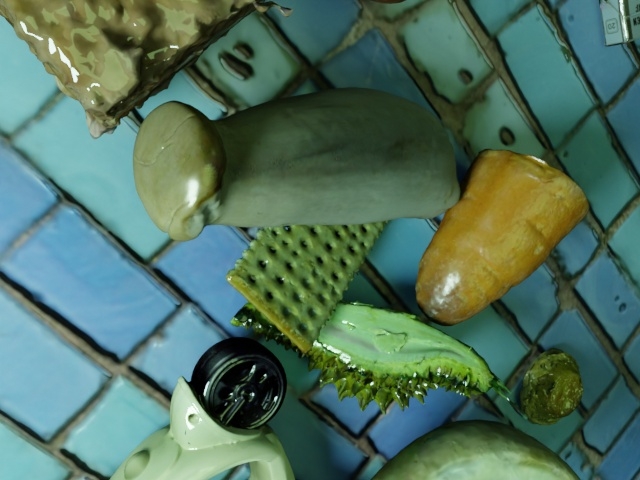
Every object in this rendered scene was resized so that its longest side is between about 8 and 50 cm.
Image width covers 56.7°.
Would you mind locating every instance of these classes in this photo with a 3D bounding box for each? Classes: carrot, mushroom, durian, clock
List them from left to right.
[{"bbox_3d":[-0.119,0.324,0.690,0.276,0.120,0.379,-28,110,-21],"label":"clock"},{"bbox_3d":[0.004,-0.088,0.621,0.407,0.137,0.154,-7,104,-45],"label":"mushroom"},{"bbox_3d":[0.072,0.143,0.734,0.375,0.106,0.132,17,67,-4],"label":"durian"},{"bbox_3d":[0.147,0.318,0.756,0.292,0.217,0.212,-37,103,-3],"label":"mushroom"},{"bbox_3d":[0.205,0.009,0.753,0.159,0.159,0.225,45,79,-24],"label":"carrot"}]

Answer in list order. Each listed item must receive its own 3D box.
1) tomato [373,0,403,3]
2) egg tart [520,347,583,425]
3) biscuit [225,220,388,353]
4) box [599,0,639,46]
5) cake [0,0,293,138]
[{"bbox_3d":[0.085,-0.349,0.648,0.214,0.181,0.155,-36,130,-7],"label":"tomato"},{"bbox_3d":[0.367,0.236,0.930,0.130,0.052,0.130,-6,105,-25],"label":"egg tart"},{"bbox_3d":[0.000,0.000,0.695,0.139,0.016,0.231,46,59,-21],"label":"biscuit"},{"bbox_3d":[0.466,-0.465,0.851,0.180,0.047,0.324,-22,108,-20],"label":"box"},{"bbox_3d":[-0.170,-0.260,0.463,0.256,0.290,0.282,-43,113,-13],"label":"cake"}]
